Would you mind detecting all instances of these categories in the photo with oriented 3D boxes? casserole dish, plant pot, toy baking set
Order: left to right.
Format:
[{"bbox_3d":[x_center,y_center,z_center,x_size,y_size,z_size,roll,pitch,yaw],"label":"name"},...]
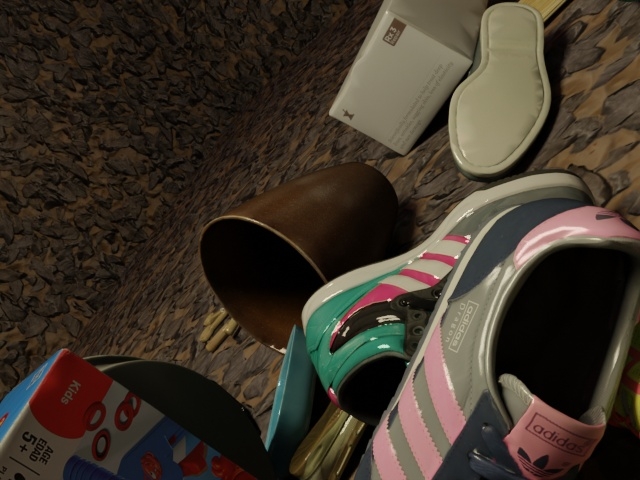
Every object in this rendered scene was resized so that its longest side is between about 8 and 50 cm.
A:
[{"bbox_3d":[-0.153,0.094,1.208,0.256,0.030,0.197,-57,21,-23],"label":"toy baking set"},{"bbox_3d":[-0.032,0.178,0.717,0.188,0.037,0.114,-82,8,-58],"label":"casserole dish"},{"bbox_3d":[0.000,0.000,0.841,0.215,0.215,0.230,-25,15,50],"label":"plant pot"}]

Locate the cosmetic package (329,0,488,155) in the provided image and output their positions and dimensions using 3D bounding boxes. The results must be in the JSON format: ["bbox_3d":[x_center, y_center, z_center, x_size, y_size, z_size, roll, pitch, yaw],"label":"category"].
[{"bbox_3d":[0.167,-0.355,1.113,0.217,0.156,0.385,-56,10,48],"label":"cosmetic package"}]

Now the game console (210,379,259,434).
[{"bbox_3d":[-0.150,0.258,0.834,0.122,0.107,0.071,-50,-9,-6],"label":"game console"}]

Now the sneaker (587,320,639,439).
[{"bbox_3d":[0.201,0.093,0.387,0.094,0.081,0.208,-47,12,31],"label":"sneaker"}]

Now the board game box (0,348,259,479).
[{"bbox_3d":[-0.111,0.270,0.365,0.086,0.302,0.308,-36,23,32],"label":"board game box"}]

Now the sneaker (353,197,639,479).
[{"bbox_3d":[0.093,0.123,0.369,0.131,0.112,0.318,174,115,-85],"label":"sneaker"}]

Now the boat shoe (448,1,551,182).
[{"bbox_3d":[0.234,-0.182,0.846,0.099,0.116,0.319,84,-159,-53],"label":"boat shoe"}]

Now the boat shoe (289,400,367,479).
[{"bbox_3d":[0.033,0.178,0.638,0.153,0.048,0.056,-50,6,-25],"label":"boat shoe"}]

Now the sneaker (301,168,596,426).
[{"bbox_3d":[0.116,0.065,0.546,0.296,0.124,0.178,-32,32,16],"label":"sneaker"}]

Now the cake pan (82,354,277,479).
[{"bbox_3d":[-0.136,0.225,0.525,0.054,0.293,0.293,-31,26,31],"label":"cake pan"}]

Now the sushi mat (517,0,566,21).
[{"bbox_3d":[0.404,-0.431,1.019,0.316,0.019,0.151,-44,18,11],"label":"sushi mat"}]
